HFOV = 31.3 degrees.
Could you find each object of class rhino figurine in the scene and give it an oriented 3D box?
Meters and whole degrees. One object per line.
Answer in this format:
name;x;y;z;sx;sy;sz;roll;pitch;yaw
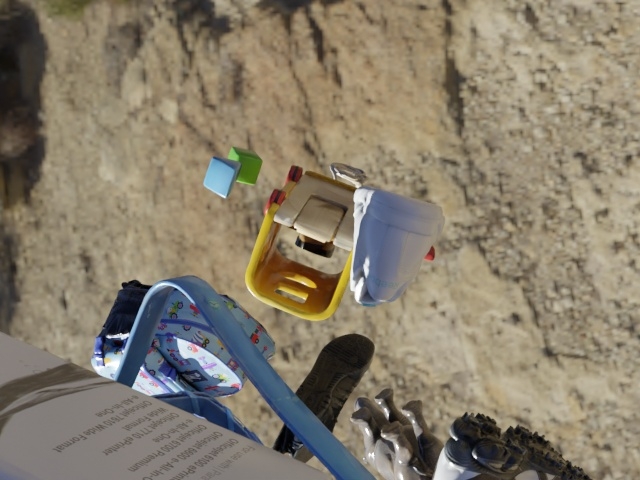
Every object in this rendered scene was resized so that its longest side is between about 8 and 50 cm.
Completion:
rhino figurine;0.083;0.231;1.310;0.106;0.073;0.243;62;168;-8

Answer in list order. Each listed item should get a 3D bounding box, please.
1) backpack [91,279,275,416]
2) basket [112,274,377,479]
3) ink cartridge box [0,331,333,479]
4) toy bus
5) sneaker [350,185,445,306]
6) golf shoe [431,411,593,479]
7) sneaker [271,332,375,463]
backpack;-0.146;0.125;1.283;0.173;0.158;0.117;-4;49;36
basket;-0.082;0.203;0.805;0.255;0.201;0.289;47;121;26
ink cartridge box;-0.176;0.167;0.529;0.307;0.129;0.223;20;102;17
toy bus;-0.007;0.001;1.081;0.191;0.202;0.104;40;116;45
sneaker;0.053;0.008;0.927;0.212;0.080;0.094;-4;-69;-84
golf shoe;0.165;0.215;1.016;0.094;0.198;0.077;-59;40;9
sneaker;-0.001;0.176;1.206;0.051;0.170;0.089;27;134;17
